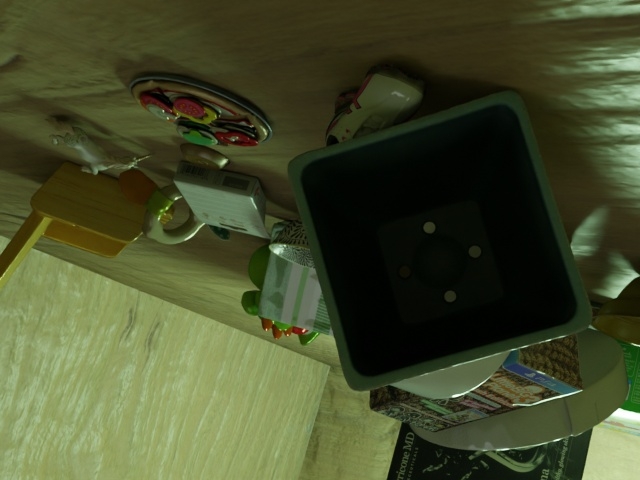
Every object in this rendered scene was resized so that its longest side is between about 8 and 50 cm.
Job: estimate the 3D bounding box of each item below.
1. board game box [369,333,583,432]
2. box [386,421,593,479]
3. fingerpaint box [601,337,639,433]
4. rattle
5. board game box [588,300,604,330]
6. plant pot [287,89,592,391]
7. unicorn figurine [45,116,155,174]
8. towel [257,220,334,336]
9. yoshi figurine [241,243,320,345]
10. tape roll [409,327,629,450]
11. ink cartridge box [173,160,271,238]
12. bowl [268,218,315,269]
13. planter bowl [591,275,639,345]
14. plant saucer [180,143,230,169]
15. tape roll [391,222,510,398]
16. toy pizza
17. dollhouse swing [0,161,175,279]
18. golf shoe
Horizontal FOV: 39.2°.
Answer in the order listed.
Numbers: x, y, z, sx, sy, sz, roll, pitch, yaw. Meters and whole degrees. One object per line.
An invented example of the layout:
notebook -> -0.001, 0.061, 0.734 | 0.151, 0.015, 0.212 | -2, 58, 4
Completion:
board game box -> 0.224, 0.133, 1.349 | 0.141, 0.232, 0.291 | 25, 144, -32
box -> 0.461, 0.530, 2.390 | 0.471, 0.480, 0.297 | 12, 165, 16
fingerpaint box -> 0.730, 0.325, 1.885 | 0.444, 0.163, 0.371 | 7, 164, 37
rattle -> -0.262, -0.066, 1.696 | 0.199, 0.130, 0.142 | -8, -161, -42
board game box -> 0.432, 0.132, 1.707 | 0.243, 0.042, 0.165 | 15, 167, 7
plant pot -> 0.130, 0.015, 1.002 | 0.247, 0.248, 0.252 | -17, 171, 6
unicorn figurine -> -0.378, -0.149, 1.495 | 0.162, 0.060, 0.111 | 27, 165, -39
towel -> 0.046, 0.101, 1.754 | 0.324, 0.038, 0.248 | 16, 125, 5
yoshi figurine -> -0.049, 0.098, 2.011 | 0.203, 0.203, 0.362 | 54, -161, 22
tape roll -> 0.333, 0.246, 1.564 | 0.391, 0.072, 0.392 | -13, -170, 2
ink cartridge box -> -0.161, -0.068, 1.564 | 0.145, 0.045, 0.179 | 13, 162, 14
bowl -> 0.000, 0.000, 1.607 | 0.170, 0.080, 0.170 | 16, 168, 4
planter bowl -> 0.526, 0.106, 1.361 | 0.217, 0.090, 0.217 | 15, 168, 3
plant saucer -> -0.186, -0.131, 1.431 | 0.083, 0.015, 0.083 | 15, 167, 3
tape roll -> 0.154, 0.074, 1.256 | 0.100, 0.286, 0.286 | 24, 165, -35
toy pizza -> -0.164, -0.165, 1.211 | 0.201, 0.032, 0.201 | 16, 168, 4
dollhouse swing -> -0.521, 0.031, 1.903 | 0.315, 0.305, 0.347 | 21, 166, -17
golf shoe -> 0.057, -0.128, 0.967 | 0.067, 0.086, 0.186 | 23, 165, -13
